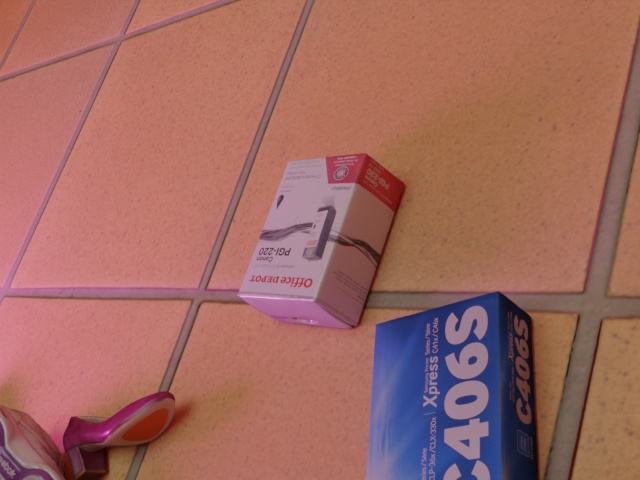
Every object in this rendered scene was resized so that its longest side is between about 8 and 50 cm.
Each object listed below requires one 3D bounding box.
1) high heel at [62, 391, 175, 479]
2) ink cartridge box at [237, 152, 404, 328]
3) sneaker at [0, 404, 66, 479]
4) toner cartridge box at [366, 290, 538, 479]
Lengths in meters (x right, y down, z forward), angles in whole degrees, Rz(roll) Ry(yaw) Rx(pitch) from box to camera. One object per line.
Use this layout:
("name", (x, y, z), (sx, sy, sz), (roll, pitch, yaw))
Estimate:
("high heel", (-0.304, 0.261, 1.316), (0.244, 0.082, 0.117), (-45, 49, 32))
("ink cartridge box", (0.000, 0.000, 1.188), (0.159, 0.092, 0.218), (-1, 65, 45))
("sneaker", (-0.424, 0.362, 1.346), (0.114, 0.152, 0.305), (-46, 63, 6))
("toner cartridge box", (0.132, 0.235, 0.898), (0.165, 0.075, 0.347), (-21, 50, 36))
